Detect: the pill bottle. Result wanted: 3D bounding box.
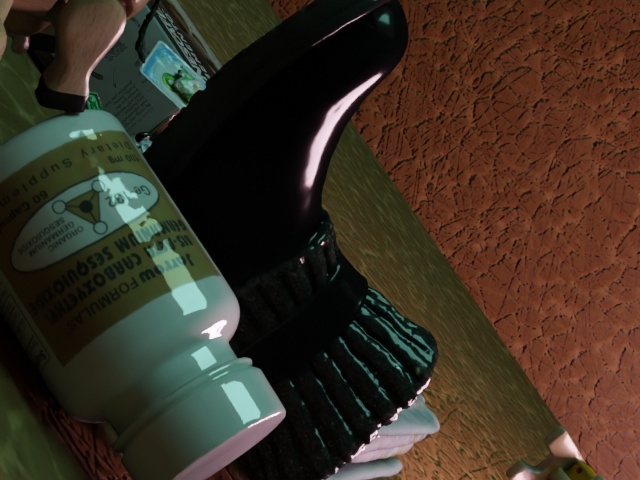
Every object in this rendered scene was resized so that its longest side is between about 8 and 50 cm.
[{"bbox_3d":[-0.126,0.043,1.024,0.229,0.131,0.131,56,10,12],"label":"pill bottle"}]

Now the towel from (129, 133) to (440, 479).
[{"bbox_3d":[-0.045,0.072,1.452,0.320,0.090,0.374,53,9,15],"label":"towel"}]

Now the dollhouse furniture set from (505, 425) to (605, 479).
[{"bbox_3d":[0.267,0.381,1.540,0.152,0.201,0.374,46,6,-34],"label":"dollhouse furniture set"}]

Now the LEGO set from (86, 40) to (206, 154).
[{"bbox_3d":[-0.127,-0.062,1.299,0.244,0.060,0.182,43,40,-16],"label":"LEGO set"}]

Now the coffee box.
[{"bbox_3d":[-0.203,-0.205,1.555,0.297,0.119,0.168,56,9,15],"label":"coffee box"}]

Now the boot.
[{"bbox_3d":[0.001,-0.001,1.138,0.260,0.348,0.131,45,28,-3],"label":"boot"}]

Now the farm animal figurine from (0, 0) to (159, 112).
[{"bbox_3d":[-0.213,-0.170,0.912,0.326,0.172,0.330,-3,43,-46],"label":"farm animal figurine"}]
